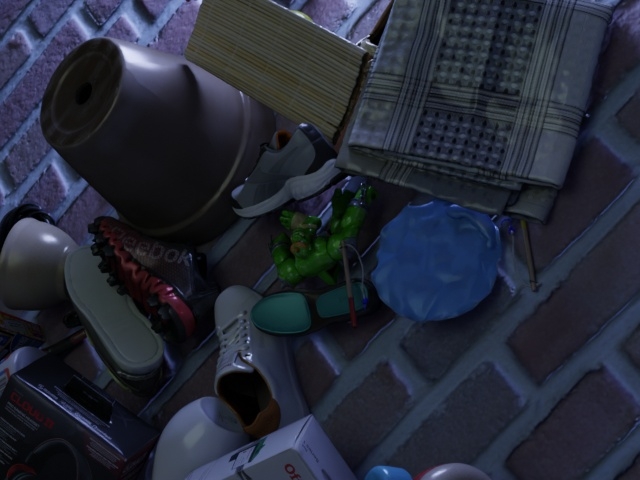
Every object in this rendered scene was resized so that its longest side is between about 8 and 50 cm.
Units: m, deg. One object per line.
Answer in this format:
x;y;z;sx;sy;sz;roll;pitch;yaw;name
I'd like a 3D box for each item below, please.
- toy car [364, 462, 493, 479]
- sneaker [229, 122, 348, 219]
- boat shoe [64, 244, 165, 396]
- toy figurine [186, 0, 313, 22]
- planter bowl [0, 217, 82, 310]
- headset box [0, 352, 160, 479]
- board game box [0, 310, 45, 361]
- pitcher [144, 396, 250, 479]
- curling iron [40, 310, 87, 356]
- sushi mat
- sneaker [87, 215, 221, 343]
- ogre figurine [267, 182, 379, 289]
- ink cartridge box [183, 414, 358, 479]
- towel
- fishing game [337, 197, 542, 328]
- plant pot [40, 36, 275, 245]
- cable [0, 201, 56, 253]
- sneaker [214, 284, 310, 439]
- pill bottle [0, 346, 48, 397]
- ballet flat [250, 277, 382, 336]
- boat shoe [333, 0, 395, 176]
0.119;0.386;1.451;0.238;0.219;0.210;142;135;-58;toy car
-0.057;-0.104;1.791;0.271;0.100;0.108;-21;99;55;sneaker
-0.337;0.126;1.962;0.305;0.109;0.091;53;151;39;boat shoe
-0.096;-0.456;1.980;0.362;0.191;0.217;34;89;42;toy figurine
-0.468;0.049;2.085;0.109;0.162;0.162;10;76;14;planter bowl
-0.391;0.328;1.802;0.218;0.110;0.293;35;113;10;headset box
-0.598;0.181;2.090;0.147;0.193;0.045;-43;50;15;board game box
-0.195;0.318;1.764;0.207;0.125;0.178;-59;31;17;pitcher
-0.480;0.192;2.097;0.274;0.035;0.068;-38;47;19;curling iron
-0.071;-0.273;1.793;0.316;0.019;0.151;32;115;28;sushi mat
-0.258;0.042;1.915;0.135;0.098;0.276;-32;56;-26;sneaker
0.000;0.000;1.759;0.197;0.097;0.118;-13;44;18;ogre figurine
-0.063;0.349;1.597;0.219;0.160;0.092;-28;12;25;ink cartridge box
0.204;-0.203;1.630;0.312;0.056;0.324;16;81;17;towel
0.157;0.027;1.632;0.264;0.041;0.189;-17;60;13;fishing game
-0.284;-0.180;1.939;0.323;0.280;0.323;-18;60;34;plant pot
-0.558;0.015;2.231;0.184;0.047;0.150;-36;52;20;cable
-0.107;0.165;1.748;0.106;0.123;0.290;-43;48;18;sneaker
-0.547;0.283;2.051;0.221;0.124;0.124;-33;53;24;pill bottle
0.000;0.098;1.724;0.203;0.074;0.074;-13;63;28;ballet flat
0.091;-0.253;1.773;0.122;0.120;0.324;34;94;43;boat shoe
